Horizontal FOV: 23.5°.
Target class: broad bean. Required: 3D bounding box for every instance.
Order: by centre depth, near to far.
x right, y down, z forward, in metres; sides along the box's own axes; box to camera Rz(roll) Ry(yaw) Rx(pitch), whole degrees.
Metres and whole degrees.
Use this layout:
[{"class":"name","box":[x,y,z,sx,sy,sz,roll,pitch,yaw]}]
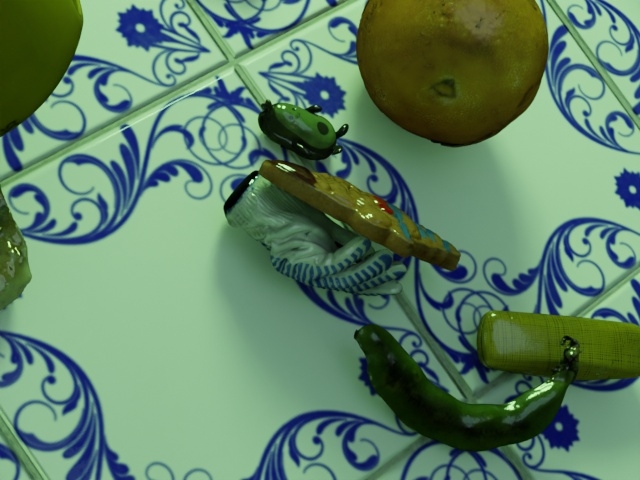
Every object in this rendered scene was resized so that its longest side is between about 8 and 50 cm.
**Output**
[{"class":"broad bean","box":[0.168,0.173,1.790,0.291,0.049,0.144,6,91,-19]}]

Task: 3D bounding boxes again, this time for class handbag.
[{"class":"handbag","box":[-0.026,-0.133,1.849,0.111,0.047,0.072,24,59,-19]}]

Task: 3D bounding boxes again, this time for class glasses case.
[{"class":"glasses case","box":[0.297,0.131,1.886,0.234,0.064,0.079,6,81,-24]}]

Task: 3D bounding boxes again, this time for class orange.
[{"class":"orange","box":[0.162,-0.237,1.881,0.240,0.240,0.240,11,64,-23]}]

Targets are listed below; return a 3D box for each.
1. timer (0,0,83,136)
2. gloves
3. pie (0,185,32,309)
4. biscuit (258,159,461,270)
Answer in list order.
[{"class":"timer","box":[-0.442,-0.236,1.529,0.386,0.376,0.376,-20,77,-1]},{"class":"gloves","box":[-0.005,0.002,1.774,0.229,0.097,0.119,27,30,-2]},{"class":"pie","box":[-0.405,-0.008,1.599,0.185,0.052,0.218,-22,77,-27]},{"class":"biscuit","box":[0.050,-0.034,1.775,0.280,0.183,0.043,29,97,-24]}]
